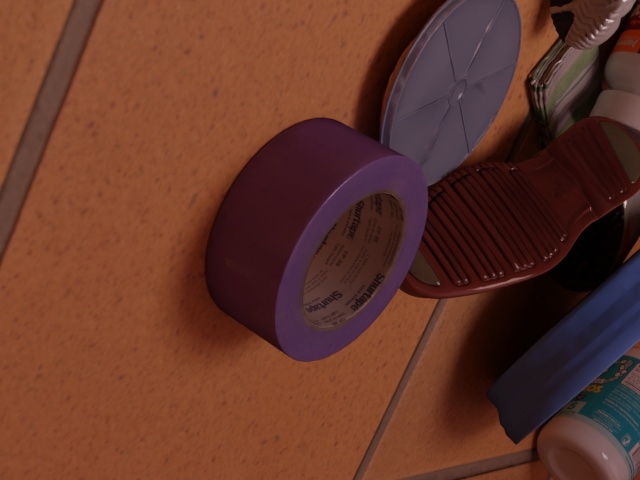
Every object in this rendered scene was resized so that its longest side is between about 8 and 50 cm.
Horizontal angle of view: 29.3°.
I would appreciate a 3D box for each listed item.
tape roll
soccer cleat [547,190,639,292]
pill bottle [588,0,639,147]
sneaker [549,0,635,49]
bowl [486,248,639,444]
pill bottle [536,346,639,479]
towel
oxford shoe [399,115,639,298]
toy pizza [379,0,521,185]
[{"bbox_3d":[0.000,0.000,1.009,0.189,0.080,0.189,-35,142,-33],"label":"tape roll"},{"bbox_3d":[0.374,-0.084,1.473,0.318,0.109,0.116,-63,161,12],"label":"soccer cleat"},{"bbox_3d":[0.384,-0.205,1.332,0.221,0.121,0.121,-61,150,-5],"label":"pill bottle"},{"bbox_3d":[0.320,-0.291,1.202,0.153,0.094,0.234,6,102,-48],"label":"sneaker"},{"bbox_3d":[0.359,0.094,1.491,0.391,0.077,0.391,-39,167,-11],"label":"bowl"},{"bbox_3d":[0.454,0.260,1.841,0.264,0.146,0.146,-39,145,-30],"label":"pill bottle"},{"bbox_3d":[0.270,-0.163,1.314,0.113,0.023,0.152,-50,149,-14],"label":"towel"},{"bbox_3d":[0.184,-0.012,1.221,0.348,0.123,0.130,-23,168,-36],"label":"oxford shoe"},{"bbox_3d":[0.111,-0.139,1.095,0.201,0.032,0.201,-38,145,-33],"label":"toy pizza"}]
